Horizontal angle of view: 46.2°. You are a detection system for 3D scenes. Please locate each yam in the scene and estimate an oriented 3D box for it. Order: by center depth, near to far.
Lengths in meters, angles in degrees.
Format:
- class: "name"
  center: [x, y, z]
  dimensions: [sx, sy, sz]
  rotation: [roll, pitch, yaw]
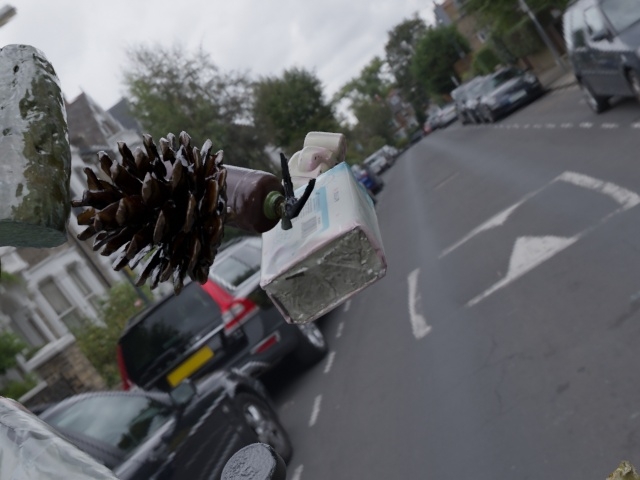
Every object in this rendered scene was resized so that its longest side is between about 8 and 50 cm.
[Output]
- class: "yam"
  center: [-0.386, -0.123, 0.954]
  dimensions: [0.133, 0.330, 0.133]
  rotation: [-10, -32, -6]

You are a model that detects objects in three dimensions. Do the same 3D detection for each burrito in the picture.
- class: "burrito"
  center: [-0.342, 0.272, 0.875]
  dimensions: [0.445, 0.139, 0.101]
  rotation: [21, 13, 41]

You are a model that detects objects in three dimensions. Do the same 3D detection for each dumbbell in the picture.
- class: "dumbbell"
  center: [-0.064, 0.397, 1.123]
  dimensions: [0.100, 0.191, 0.100]
  rotation: [-23, 32, 16]

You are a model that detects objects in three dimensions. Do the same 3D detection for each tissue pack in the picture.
- class: "tissue pack"
  center: [0.002, -0.001, 1.282]
  dimensions: [0.201, 0.124, 0.271]
  rotation: [-35, 23, 15]

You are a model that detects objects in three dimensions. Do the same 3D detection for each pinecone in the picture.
- class: "pinecone"
  center: [-0.199, -0.038, 0.907]
  dimensions: [0.208, 0.207, 0.208]
  rotation: [-36, 4, 3]

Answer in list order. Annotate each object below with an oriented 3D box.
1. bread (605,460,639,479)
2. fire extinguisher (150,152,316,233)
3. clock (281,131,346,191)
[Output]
- class: "bread"
  center: [0.286, 0.304, 0.502]
  dimensions: [0.380, 0.109, 0.185]
  rotation: [-93, 13, -56]
- class: "fire extinguisher"
  center: [-0.144, -0.088, 1.224]
  dimensions: [0.344, 0.138, 0.102]
  rotation: [12, 25, 35]
- class: "clock"
  center: [-0.014, -0.079, 1.715]
  dimensions: [0.114, 0.284, 0.309]
  rotation: [6, 28, 11]
